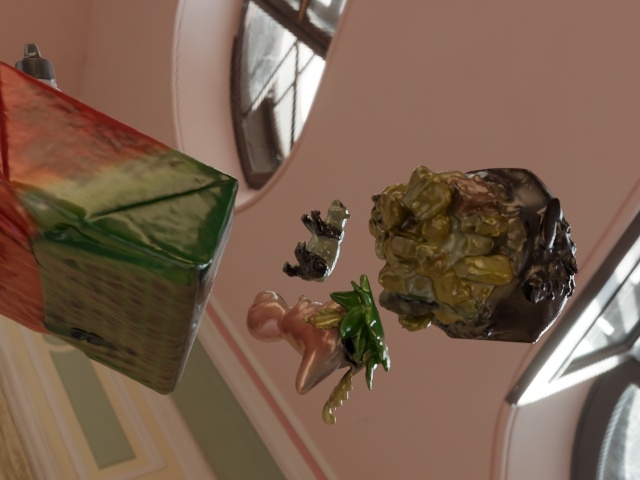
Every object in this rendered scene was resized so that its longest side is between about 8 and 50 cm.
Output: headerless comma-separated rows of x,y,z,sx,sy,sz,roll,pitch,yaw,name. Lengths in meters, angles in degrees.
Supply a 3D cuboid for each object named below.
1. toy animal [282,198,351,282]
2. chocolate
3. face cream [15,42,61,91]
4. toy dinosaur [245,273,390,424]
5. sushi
0.000,0.000,1.675,0.121,0.225,0.094,23,169,-16,toy animal
-0.281,-0.001,0.782,0.341,0.360,0.161,27,-125,-1,chocolate
-0.554,-0.241,1.315,0.092,0.311,0.092,-9,178,0,face cream
-0.014,0.113,0.826,0.177,0.152,0.194,-16,-132,7,toy dinosaur
0.236,0.033,1.156,0.285,0.328,0.328,-6,-178,-38,sushi
